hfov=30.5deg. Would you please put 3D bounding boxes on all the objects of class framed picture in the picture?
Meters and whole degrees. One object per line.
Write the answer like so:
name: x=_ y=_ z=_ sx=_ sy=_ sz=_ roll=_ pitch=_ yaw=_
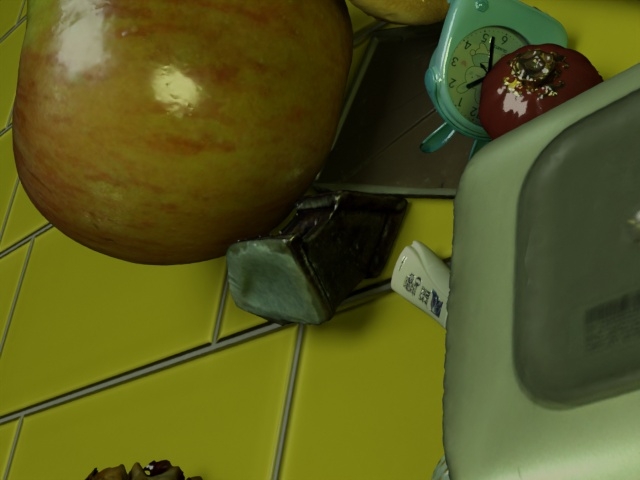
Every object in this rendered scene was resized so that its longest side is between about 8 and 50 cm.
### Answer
framed picture: x=0.092 y=-0.129 z=1.128 sx=0.260 sy=0.023 sz=0.189 roll=6 pitch=72 yaw=58

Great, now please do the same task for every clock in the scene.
clock: x=0.136 y=-0.131 z=0.984 sx=0.147 sy=0.108 sz=0.045 roll=-68 pitch=16 yaw=1

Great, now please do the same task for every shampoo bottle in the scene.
shampoo bottle: x=0.105 y=0.046 z=0.968 sx=0.049 sy=0.034 sz=0.141 roll=-56 pitch=32 yaw=4

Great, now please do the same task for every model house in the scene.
model house: x=-0.004 y=0.000 z=1.102 sx=0.152 sy=0.106 sz=0.165 roll=-42 pitch=23 yaw=-29

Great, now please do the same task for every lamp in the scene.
lamp: x=0.173 y=-0.109 z=0.922 sx=0.101 sy=0.090 sz=0.101 roll=-8 pitch=50 yaw=10

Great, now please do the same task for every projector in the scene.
projector: x=0.234 y=0.039 z=0.558 sx=0.249 sy=0.249 sz=0.248 roll=-28 pitch=45 yaw=45

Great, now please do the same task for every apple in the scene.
apple: x=-0.138 y=-0.167 z=1.212 sx=0.400 sy=0.334 sz=0.400 roll=-175 pitch=90 yaw=-84

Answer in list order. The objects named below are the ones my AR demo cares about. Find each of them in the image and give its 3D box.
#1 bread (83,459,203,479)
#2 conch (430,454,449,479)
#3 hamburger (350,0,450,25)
bread: x=-0.198 y=0.365 z=1.063 sx=0.277 sy=0.167 sz=0.324 roll=-56 pitch=32 yaw=14
conch: x=0.143 y=0.178 z=0.742 sx=0.135 sy=0.102 sz=0.153 roll=-46 pitch=66 yaw=9
hamburger: x=0.090 y=-0.302 z=1.092 sx=0.213 sy=0.214 sz=0.108 roll=-51 pitch=34 yaw=21
